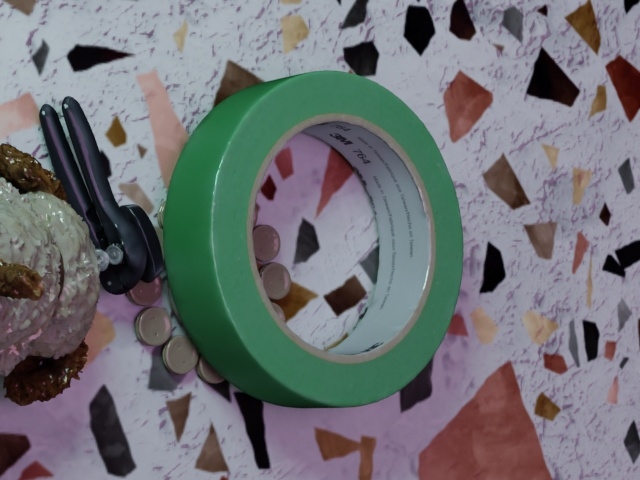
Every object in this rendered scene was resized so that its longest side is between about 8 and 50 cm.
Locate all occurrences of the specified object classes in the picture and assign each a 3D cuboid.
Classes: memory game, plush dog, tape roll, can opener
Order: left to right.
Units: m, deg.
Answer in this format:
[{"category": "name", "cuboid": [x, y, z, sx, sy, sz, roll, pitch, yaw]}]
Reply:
[{"category": "plush dog", "cuboid": [-0.265, 0.025, 1.529, 0.225, 0.211, 0.262, -2, 90, -63]}, {"category": "can opener", "cuboid": [-0.204, -0.038, 1.648, 0.186, 0.059, 0.073, 63, 18, -8]}, {"category": "memory game", "cuboid": [-0.104, 0.042, 1.738, 0.186, 0.012, 0.186, 3, 86, -37]}, {"category": "tape roll", "cuboid": [0.000, 0.000, 1.766, 0.321, 0.077, 0.321, 5, 82, -40]}]
